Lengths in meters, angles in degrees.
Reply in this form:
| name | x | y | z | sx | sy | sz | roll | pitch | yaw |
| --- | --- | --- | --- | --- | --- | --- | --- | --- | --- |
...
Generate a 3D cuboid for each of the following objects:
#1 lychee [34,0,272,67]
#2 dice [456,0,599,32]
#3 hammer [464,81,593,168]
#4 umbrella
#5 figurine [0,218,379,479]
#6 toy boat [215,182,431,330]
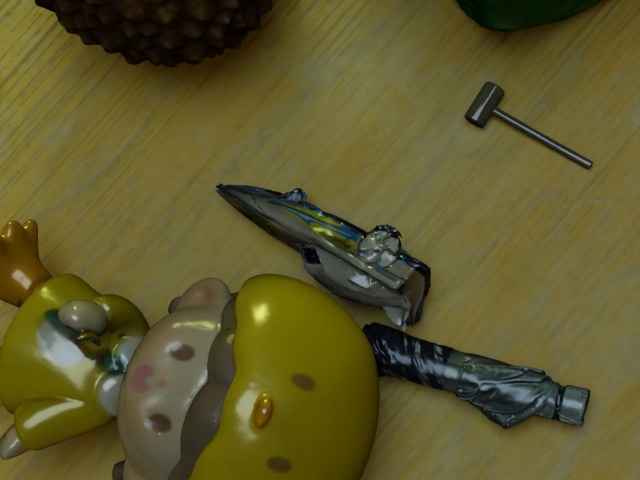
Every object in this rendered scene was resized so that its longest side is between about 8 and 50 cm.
| name | x | y | z | sx | sy | sz | roll | pitch | yaw |
| --- | --- | --- | --- | --- | --- | --- | --- | --- | --- |
| lychee | -0.139 | -0.265 | 1.390 | 0.268 | 0.267 | 0.267 | -2 | 77 | 8 |
| dice | 0.167 | -0.356 | 1.336 | 0.287 | 0.297 | 0.300 | -35 | 75 | 3 |
| hammer | 0.173 | -0.089 | 1.415 | 0.110 | 0.019 | 0.035 | 30 | 83 | 11 |
| umbrella | 0.117 | 0.111 | 1.365 | 0.188 | 0.046 | 0.050 | 16 | 98 | 9 |
| figurine | -0.121 | 0.104 | 1.333 | 0.344 | 0.187 | 0.215 | 21 | 90 | 18 |
| toy boat | 0.000 | 0.000 | 1.394 | 0.210 | 0.084 | 0.066 | 28 | 78 | 23 |
